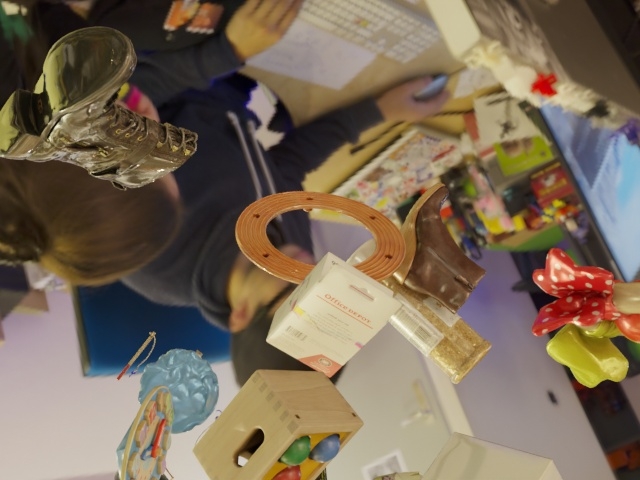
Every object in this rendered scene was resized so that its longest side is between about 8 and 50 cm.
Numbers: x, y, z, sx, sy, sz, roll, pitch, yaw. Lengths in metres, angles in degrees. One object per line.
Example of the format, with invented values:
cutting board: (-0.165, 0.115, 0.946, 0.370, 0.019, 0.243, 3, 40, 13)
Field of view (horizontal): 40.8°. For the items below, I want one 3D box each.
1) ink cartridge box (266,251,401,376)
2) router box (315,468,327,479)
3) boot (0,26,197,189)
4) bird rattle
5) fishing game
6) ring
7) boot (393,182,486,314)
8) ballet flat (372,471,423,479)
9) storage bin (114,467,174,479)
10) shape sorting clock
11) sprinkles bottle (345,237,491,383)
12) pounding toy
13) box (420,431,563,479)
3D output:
ink cartridge box: (0.022, 0.097, 1.216, 0.115, 0.067, 0.198, 32, 131, -11)
router box: (-0.034, 0.448, 1.746, 0.092, 0.123, 0.038, 10, -160, 42)
boot: (-0.239, -0.146, 1.044, 0.263, 0.091, 0.229, -25, 155, 36)
bird rattle: (0.372, 0.079, 1.074, 0.206, 0.143, 0.253, -4, 152, 16)
fishing game: (-0.310, 0.329, 1.897, 0.189, 0.264, 0.041, -53, 168, 1)
ring: (0.000, 0.000, 1.689, 0.336, 0.336, 0.032, -8, 126, -26)
boot: (0.268, 0.015, 1.858, 0.248, 0.206, 0.090, -54, 169, -19)
ballet flat: (0.176, 0.465, 1.588, 0.079, 0.077, 0.221, -37, 138, 24)
storage bin: (-0.343, 0.513, 1.756, 0.098, 0.135, 0.091, -36, 154, -23)
shape sorting clock: (-0.268, 0.331, 1.352, 0.040, 0.206, 0.206, 6, 159, 10)
sprinkles bottle: (0.206, 0.153, 1.889, 0.121, 0.355, 0.121, -44, 166, -14)
pounding toy: (-0.036, 0.245, 0.982, 0.181, 0.094, 0.206, -52, 148, 16)
box: (0.339, 0.533, 1.518, 0.215, 0.345, 0.168, 5, -136, 48)
